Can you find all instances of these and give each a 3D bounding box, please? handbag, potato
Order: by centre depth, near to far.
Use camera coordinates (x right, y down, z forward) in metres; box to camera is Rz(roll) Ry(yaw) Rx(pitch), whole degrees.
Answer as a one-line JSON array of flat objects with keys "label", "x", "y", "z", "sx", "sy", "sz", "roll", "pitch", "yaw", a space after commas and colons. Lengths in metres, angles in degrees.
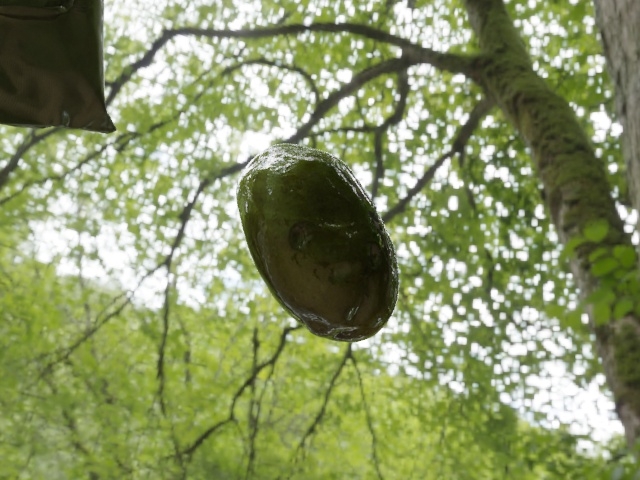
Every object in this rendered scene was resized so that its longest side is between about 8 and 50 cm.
[{"label": "handbag", "x": -0.336, "y": -0.276, "z": 0.817, "sx": 0.253, "sy": 0.316, "sz": 0.109, "roll": -4, "pitch": 6, "yaw": -42}, {"label": "potato", "x": 0.000, "y": 0.000, "z": 0.899, "sx": 0.148, "sy": 0.228, "sz": 0.197, "roll": -26, "pitch": -37, "yaw": 15}]
